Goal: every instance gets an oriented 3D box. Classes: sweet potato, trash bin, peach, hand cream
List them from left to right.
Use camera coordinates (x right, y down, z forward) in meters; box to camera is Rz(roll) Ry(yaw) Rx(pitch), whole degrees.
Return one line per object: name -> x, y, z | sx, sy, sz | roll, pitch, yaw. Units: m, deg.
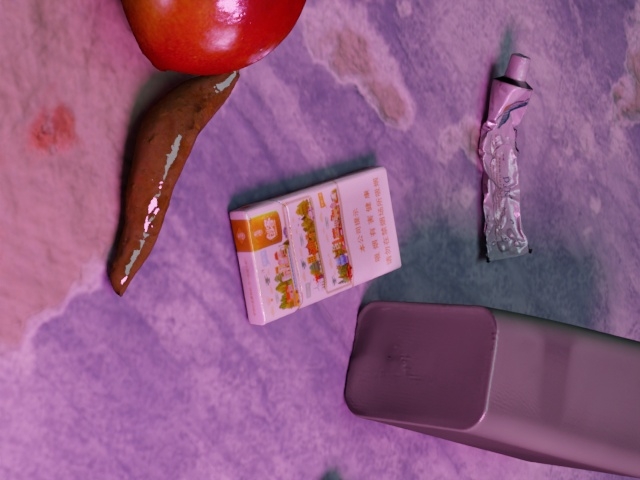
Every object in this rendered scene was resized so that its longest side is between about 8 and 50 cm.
sweet potato -> -0.150, -0.070, 1.209 | 0.069, 0.059, 0.249 | 43, 65, -52
peach -> -0.099, -0.239, 1.173 | 0.197, 0.197, 0.197 | -1, 92, -46
hand cream -> 0.232, -0.104, 1.613 | 0.084, 0.050, 0.256 | -7, 102, -44
trash bin -> 0.219, 0.162, 1.487 | 0.343, 0.223, 0.158 | 20, 77, -42

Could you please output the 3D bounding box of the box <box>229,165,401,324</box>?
box -> -0.001, 0.000, 1.381 | 0.220, 0.032, 0.122 | -20, 105, -44
